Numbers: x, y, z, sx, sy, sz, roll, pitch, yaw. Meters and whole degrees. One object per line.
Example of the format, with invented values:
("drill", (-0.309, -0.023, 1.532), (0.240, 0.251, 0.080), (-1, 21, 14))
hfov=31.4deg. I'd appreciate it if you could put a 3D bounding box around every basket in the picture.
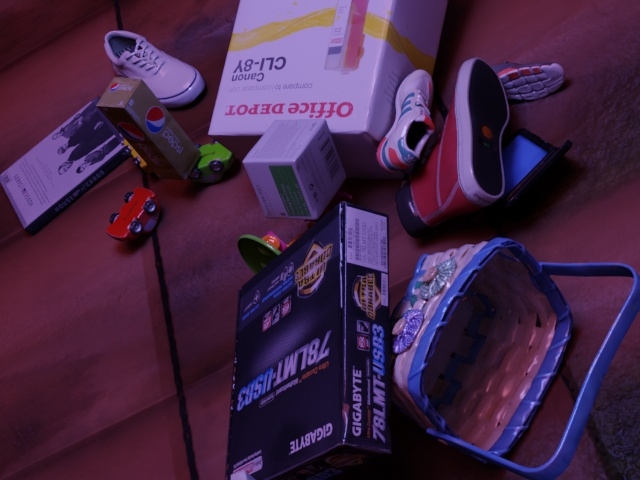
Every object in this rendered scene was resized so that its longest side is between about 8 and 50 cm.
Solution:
("basket", (0.200, 0.130, 1.278), (0.289, 0.201, 0.255), (7, 59, 47))

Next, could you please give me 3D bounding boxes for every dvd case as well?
("dvd case", (-0.453, -0.137, 2.022), (0.238, 0.029, 0.179), (-40, 45, 0))

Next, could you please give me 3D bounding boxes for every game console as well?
("game console", (0.261, -0.099, 1.513), (0.071, 0.107, 0.122), (44, 84, 5))

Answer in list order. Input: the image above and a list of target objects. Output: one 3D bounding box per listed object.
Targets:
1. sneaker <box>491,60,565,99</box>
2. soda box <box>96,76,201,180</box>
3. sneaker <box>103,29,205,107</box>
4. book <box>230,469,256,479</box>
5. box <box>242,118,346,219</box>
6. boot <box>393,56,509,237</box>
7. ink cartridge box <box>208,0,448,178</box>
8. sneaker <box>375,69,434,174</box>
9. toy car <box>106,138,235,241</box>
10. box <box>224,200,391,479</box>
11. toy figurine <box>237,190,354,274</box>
("sneaker", (0.272, -0.237, 1.627), (0.158, 0.061, 0.065), (-8, 46, 26))
("soda box", (-0.259, -0.168, 1.740), (0.061, 0.181, 0.058), (8, 61, 35))
("sneaker", (-0.307, -0.307, 2.020), (0.258, 0.091, 0.094), (25, 72, 42))
("book", (-0.060, 0.340, 1.316), (0.035, 0.144, 0.096), (-22, 48, 16))
("box", (-0.034, -0.097, 1.540), (0.087, 0.101, 0.102), (3, 41, 32))
("boot", (0.169, -0.126, 1.564), (0.176, 0.088, 0.244), (-30, 41, 44))
("ink cartridge box", (0.021, -0.299, 1.689), (0.279, 0.160, 0.385), (2, 73, 32))
("sneaker", (0.133, -0.165, 1.537), (0.075, 0.057, 0.161), (-12, 50, 53))
("toy car", (-0.229, -0.107, 1.841), (0.225, 0.053, 0.239), (-15, 50, 21))
("box", (-0.018, 0.145, 1.369), (0.295, 0.073, 0.293), (-38, 42, 52))
("toy figurine", (0.000, 0.000, 1.587), (0.173, 0.130, 0.159), (34, 67, 22))
